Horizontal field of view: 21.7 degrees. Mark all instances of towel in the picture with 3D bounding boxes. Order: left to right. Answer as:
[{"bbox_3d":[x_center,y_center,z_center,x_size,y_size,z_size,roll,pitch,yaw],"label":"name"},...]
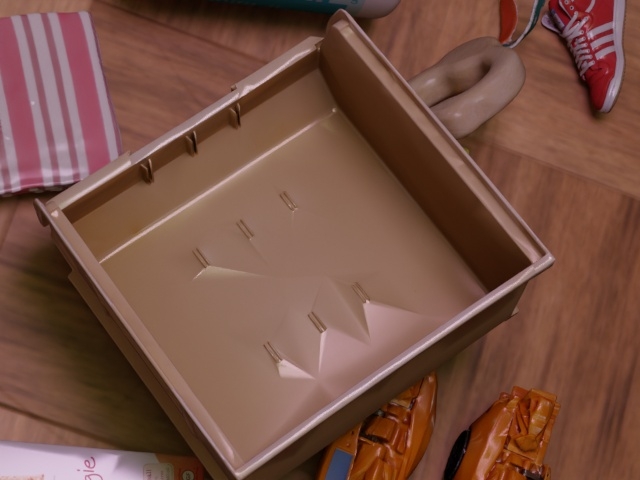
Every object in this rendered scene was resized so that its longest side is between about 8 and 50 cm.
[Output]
[{"bbox_3d":[-0.254,-0.098,1.257,0.197,0.029,0.144,-8,76,-17],"label":"towel"}]

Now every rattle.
[{"bbox_3d":[0.140,-0.099,1.340,0.143,0.130,0.200,50,43,-7],"label":"rattle"}]

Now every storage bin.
[{"bbox_3d":[-0.025,0.007,1.180,0.262,0.123,0.260,-34,73,-14],"label":"storage bin"}]

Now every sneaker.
[{"bbox_3d":[0.218,-0.164,1.388,0.067,0.042,0.118,12,65,-14],"label":"sneaker"}]

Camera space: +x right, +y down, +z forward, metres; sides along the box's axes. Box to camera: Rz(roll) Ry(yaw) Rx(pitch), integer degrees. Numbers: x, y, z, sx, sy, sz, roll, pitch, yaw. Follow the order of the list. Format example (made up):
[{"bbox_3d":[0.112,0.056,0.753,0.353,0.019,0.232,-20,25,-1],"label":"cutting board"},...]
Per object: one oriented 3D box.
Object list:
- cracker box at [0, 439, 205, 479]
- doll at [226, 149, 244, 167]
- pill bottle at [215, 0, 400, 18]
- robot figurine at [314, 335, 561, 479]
[{"bbox_3d":[-0.203,0.222,1.168,0.232,0.067,0.156,6,73,-11],"label":"cracker box"},{"bbox_3d":[0.000,0.000,1.289,0.129,0.046,0.189,-40,83,-19],"label":"doll"},{"bbox_3d":[-0.063,-0.256,1.293,0.264,0.146,0.146,4,74,-12],"label":"pill bottle"},{"bbox_3d":[0.064,0.227,1.220,0.211,0.085,0.291,22,71,-5],"label":"robot figurine"}]
